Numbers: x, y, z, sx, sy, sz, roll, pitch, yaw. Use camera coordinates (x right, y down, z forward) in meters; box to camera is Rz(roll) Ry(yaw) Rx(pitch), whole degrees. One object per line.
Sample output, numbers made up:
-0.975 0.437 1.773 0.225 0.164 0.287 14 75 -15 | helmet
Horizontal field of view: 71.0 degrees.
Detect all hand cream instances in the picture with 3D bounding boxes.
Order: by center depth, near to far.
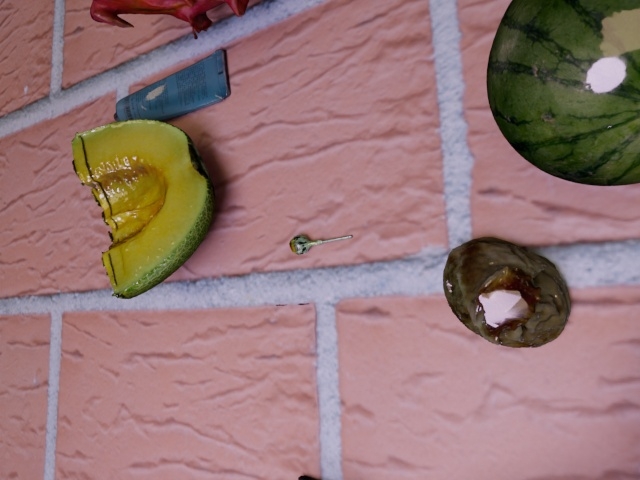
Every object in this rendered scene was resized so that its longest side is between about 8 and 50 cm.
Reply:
-0.241 -0.231 0.715 0.224 0.048 0.083 -12 79 22 | hand cream

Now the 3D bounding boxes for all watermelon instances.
0.229 -0.141 0.354 0.187 0.215 0.188 7 124 10 | watermelon

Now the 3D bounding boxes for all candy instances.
0.000 0.000 0.560 0.083 0.025 0.023 -12 106 19 | candy

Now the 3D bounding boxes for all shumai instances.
0.165 0.050 0.419 0.123 0.087 0.099 28 99 30 | shumai

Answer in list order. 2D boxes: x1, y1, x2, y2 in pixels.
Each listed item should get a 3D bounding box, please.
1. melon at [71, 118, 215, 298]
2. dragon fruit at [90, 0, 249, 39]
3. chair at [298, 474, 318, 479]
-0.225 -0.053 0.643 0.169 0.129 0.265 -27 67 1 | melon
-0.154 -0.445 0.560 0.371 0.248 0.387 43 120 54 | dragon fruit
0.044 0.313 0.448 0.212 0.101 0.084 -1 84 30 | chair
